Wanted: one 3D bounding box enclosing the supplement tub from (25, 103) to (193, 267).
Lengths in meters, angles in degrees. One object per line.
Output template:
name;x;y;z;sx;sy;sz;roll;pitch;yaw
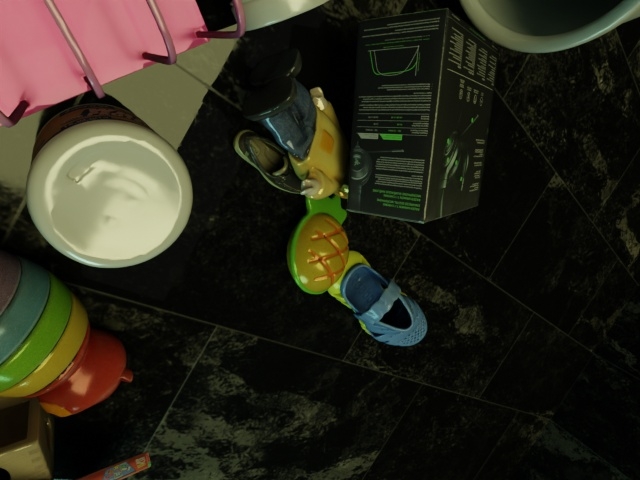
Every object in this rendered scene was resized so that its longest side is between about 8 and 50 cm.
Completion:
supplement tub;-0.236;-0.072;0.458;0.144;0.199;0.145;-14;119;-27

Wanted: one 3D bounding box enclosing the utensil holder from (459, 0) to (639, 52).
utensil holder;0.438;-0.489;0.611;0.385;0.327;0.328;-27;124;-29

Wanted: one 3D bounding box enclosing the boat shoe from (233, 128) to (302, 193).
boat shoe;-0.067;-0.114;0.643;0.152;0.049;0.056;29;94;-39

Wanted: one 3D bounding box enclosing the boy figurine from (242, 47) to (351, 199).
boy figurine;0.001;-0.135;0.623;0.285;0.092;0.178;40;50;-48

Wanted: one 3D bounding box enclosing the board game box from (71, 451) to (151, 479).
board game box;-0.381;0.355;0.551;0.144;0.027;0.281;-25;162;11

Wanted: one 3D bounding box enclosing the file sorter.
file sorter;-0.240;-0.218;0.339;0.290;0.182;0.202;-32;125;-17

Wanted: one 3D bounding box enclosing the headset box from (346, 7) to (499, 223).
headset box;0.165;-0.168;0.646;0.246;0.131;0.284;-17;113;-51

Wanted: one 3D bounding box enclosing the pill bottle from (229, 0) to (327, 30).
pill bottle;-0.090;-0.401;0.412;0.181;0.181;0.323;-32;125;-16

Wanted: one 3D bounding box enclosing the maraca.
maraca;0.000;0.000;0.714;0.127;0.099;0.186;24;73;-48

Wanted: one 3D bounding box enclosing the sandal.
sandal;0.139;0.149;0.845;0.317;0.138;0.126;38;87;-40

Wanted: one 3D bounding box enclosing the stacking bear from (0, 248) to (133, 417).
stacking bear;-0.360;0.123;0.502;0.289;0.175;0.165;60;32;-47

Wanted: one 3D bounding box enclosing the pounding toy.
pounding toy;-0.450;0.292;0.501;0.205;0.181;0.094;-13;118;-28
